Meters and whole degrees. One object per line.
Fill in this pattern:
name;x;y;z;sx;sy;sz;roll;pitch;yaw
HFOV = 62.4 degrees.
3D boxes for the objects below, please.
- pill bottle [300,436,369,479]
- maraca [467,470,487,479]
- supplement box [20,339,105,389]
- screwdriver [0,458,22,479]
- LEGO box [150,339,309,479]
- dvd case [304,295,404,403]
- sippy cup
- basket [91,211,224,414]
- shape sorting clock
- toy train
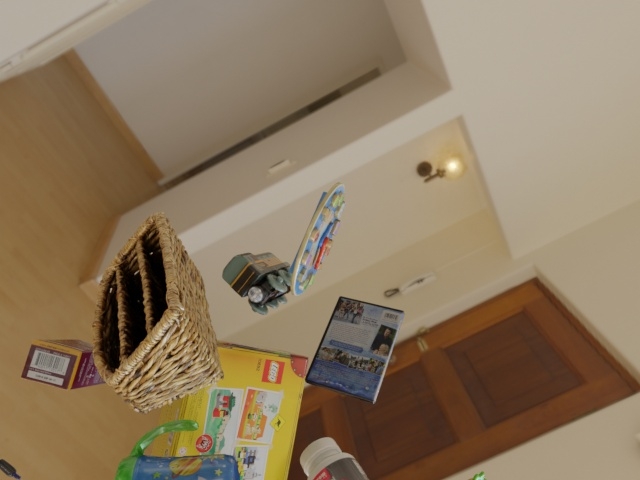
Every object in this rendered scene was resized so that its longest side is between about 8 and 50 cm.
pill bottle;0.067;0.752;1.571;0.318;0.176;0.176;45;-10;47
maraca;0.494;0.810;1.689;0.099;0.127;0.186;27;-33;45
supplement box;-0.533;0.263;1.135;0.188;0.104;0.081;82;22;-79
screwdriver;-0.739;0.602;1.320;0.169;0.025;0.024;33;-40;3
LEGO box;-0.277;0.560;1.574;0.372;0.501;0.193;17;-12;-29
dvd case;0.088;0.263;1.319;0.022;0.180;0.253;73;35;-50
sippy cup;-0.270;0.531;1.049;0.240;0.223;0.306;161;-80;-81
basket;-0.331;0.130;0.977;0.299;0.213;0.223;-116;-174;-46
shape sorting clock;0.000;0.000;0.899;0.040;0.206;0.206;23;2;6
toy train;-0.179;0.120;1.713;0.190;0.142;0.334;43;14;9
